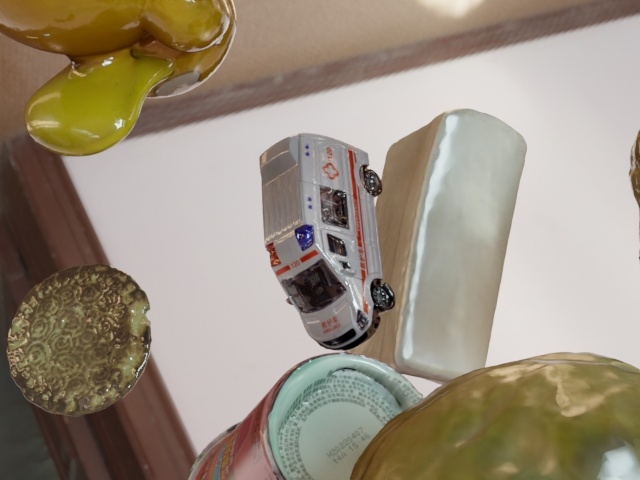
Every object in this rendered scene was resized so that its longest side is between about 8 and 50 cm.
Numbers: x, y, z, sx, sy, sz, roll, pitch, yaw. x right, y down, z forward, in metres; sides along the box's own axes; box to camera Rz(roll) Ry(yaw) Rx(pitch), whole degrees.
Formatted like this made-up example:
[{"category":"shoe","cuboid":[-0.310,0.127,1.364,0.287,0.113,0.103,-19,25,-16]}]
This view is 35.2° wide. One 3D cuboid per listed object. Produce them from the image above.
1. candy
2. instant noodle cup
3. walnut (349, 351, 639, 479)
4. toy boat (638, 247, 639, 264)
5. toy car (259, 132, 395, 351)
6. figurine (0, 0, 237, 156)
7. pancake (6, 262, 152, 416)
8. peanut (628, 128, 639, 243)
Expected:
[{"category":"candy","cuboid":[0.159,0.015,1.392,0.145,0.358,0.208,15,171,-15]},{"category":"instant noodle cup","cuboid":[-0.005,0.231,0.973,0.244,0.244,0.255,-18,155,-27]},{"category":"walnut","cuboid":[0.163,0.222,0.671,0.277,0.253,0.282,-34,122,3]},{"category":"toy boat","cuboid":[0.393,-0.112,0.998,0.321,0.122,0.089,-65,156,-8]},{"category":"toy car","cuboid":[0.000,0.000,0.976,0.108,0.209,0.089,20,145,-41]},{"category":"figurine","cuboid":[-0.161,-0.183,0.724,0.215,0.215,0.228,-26,133,-7]},{"category":"pancake","cuboid":[-0.286,0.116,1.203,0.199,0.199,0.021,-30,152,3]},{"category":"peanut","cuboid":[0.471,-0.071,1.293,0.143,0.159,0.291,-1,132,22]}]
